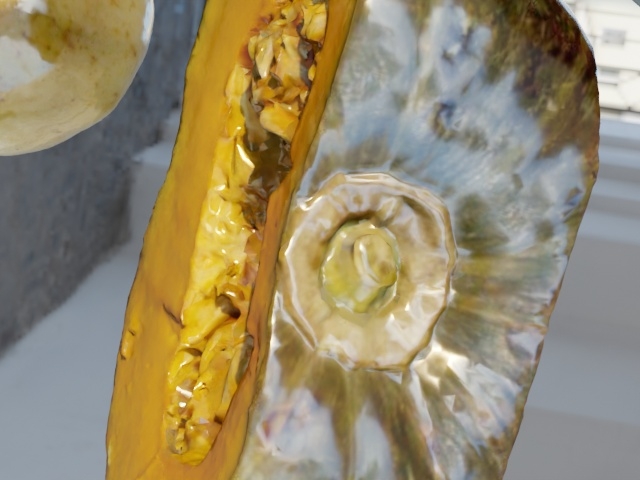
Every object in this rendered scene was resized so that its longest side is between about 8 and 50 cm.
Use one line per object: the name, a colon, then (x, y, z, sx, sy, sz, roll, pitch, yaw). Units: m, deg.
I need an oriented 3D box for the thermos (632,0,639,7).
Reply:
thermos: (0.250, -0.133, 0.585, 0.287, 0.182, 0.144, 24, 64, -39)

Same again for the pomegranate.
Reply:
pomegranate: (-0.194, -0.141, 0.818, 0.196, 0.196, 0.196, 9, 90, -80)

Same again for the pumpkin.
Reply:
pumpkin: (0.000, 0.000, 0.573, 0.222, 0.139, 0.317, -154, -105, -67)
